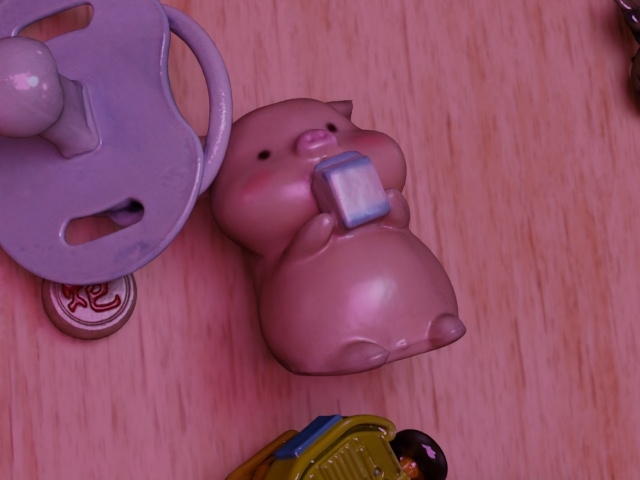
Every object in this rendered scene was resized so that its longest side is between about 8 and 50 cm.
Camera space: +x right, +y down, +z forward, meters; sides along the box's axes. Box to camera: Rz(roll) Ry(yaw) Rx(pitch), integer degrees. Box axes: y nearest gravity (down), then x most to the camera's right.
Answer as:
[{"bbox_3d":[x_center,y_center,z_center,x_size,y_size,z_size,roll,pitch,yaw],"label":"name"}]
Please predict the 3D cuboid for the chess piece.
[{"bbox_3d":[-0.202,0.046,1.638,0.084,0.038,0.083,3,76,-12],"label":"chess piece"}]

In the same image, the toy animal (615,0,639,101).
[{"bbox_3d":[0.327,-0.246,1.818,0.186,0.094,0.214,41,63,-12],"label":"toy animal"}]

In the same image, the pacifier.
[{"bbox_3d":[-0.208,-0.111,1.565,0.238,0.226,0.287,-17,77,17],"label":"pacifier"}]

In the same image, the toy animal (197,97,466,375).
[{"bbox_3d":[-0.001,-0.004,1.610,0.195,0.213,0.256,-15,82,-19],"label":"toy animal"}]

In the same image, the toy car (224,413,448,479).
[{"bbox_3d":[0.021,0.269,1.590,0.200,0.142,0.247,-32,103,-39],"label":"toy car"}]
